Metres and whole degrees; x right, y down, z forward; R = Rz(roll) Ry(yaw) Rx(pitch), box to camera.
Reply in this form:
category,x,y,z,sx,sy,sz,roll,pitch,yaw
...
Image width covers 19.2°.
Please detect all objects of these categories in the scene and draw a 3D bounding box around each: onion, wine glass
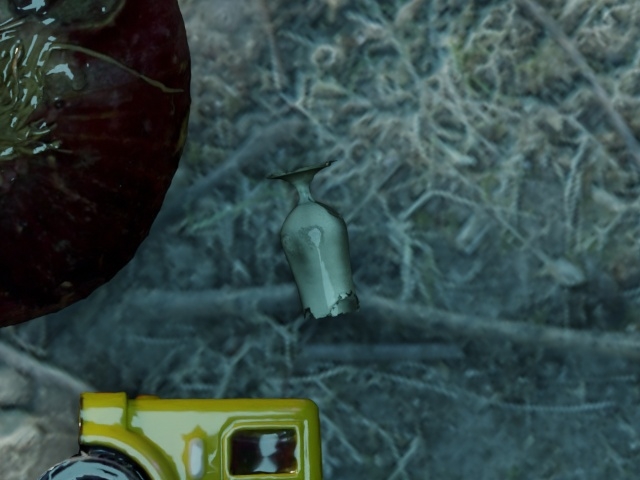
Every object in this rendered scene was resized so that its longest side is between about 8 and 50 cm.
category,x,y,z,sx,sy,sz,roll,pitch,yaw
onion,-0.179,-0.076,0.906,0.246,0.190,0.246,-2,109,-7
wine glass,0.000,0.000,0.997,0.039,0.042,0.083,-15,90,30

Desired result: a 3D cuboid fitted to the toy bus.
category,x,y,z,sx,sy,sz,roll,pitch,yaw
toy bus,-0.064,0.238,0.912,0.151,0.145,0.331,-1,85,-6
